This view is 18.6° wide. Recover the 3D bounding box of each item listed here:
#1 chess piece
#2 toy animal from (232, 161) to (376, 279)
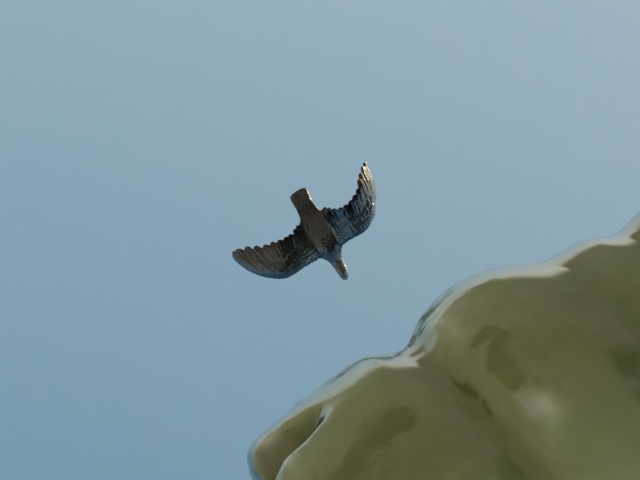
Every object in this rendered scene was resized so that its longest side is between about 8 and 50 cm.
[{"bbox_3d":[0.189,0.022,0.823,0.442,0.234,0.234,-40,-138,-8],"label":"chess piece"},{"bbox_3d":[0.000,-0.001,0.999,0.084,0.050,0.028,-35,-148,7],"label":"toy animal"}]
